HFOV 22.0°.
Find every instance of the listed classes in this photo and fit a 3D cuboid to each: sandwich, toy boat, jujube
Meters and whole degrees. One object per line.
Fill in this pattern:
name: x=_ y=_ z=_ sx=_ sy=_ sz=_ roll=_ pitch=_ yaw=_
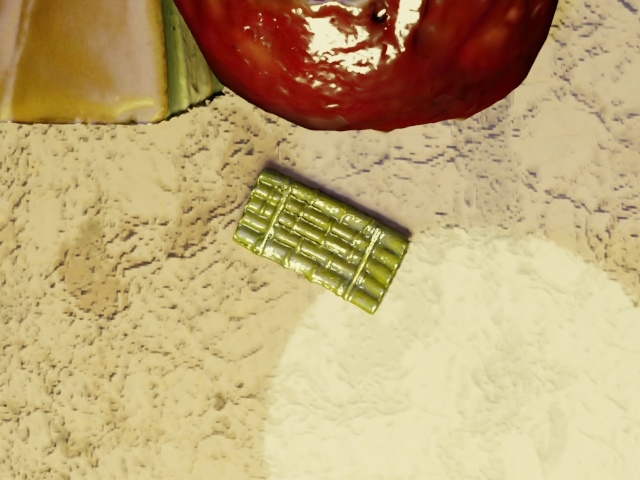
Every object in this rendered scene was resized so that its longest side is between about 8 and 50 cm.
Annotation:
sandwich: x=-0.186 y=-0.183 z=1.070 sx=0.227 sy=0.155 sz=0.198 roll=2 pitch=104 yaw=14
toy boat: x=0.000 y=0.000 z=1.145 sx=0.115 sy=0.016 sz=0.063 roll=26 pitch=111 yaw=5
jujube: x=0.049 y=-0.231 z=0.934 sx=0.258 sy=0.258 sz=0.376 roll=27 pitch=128 yaw=6
